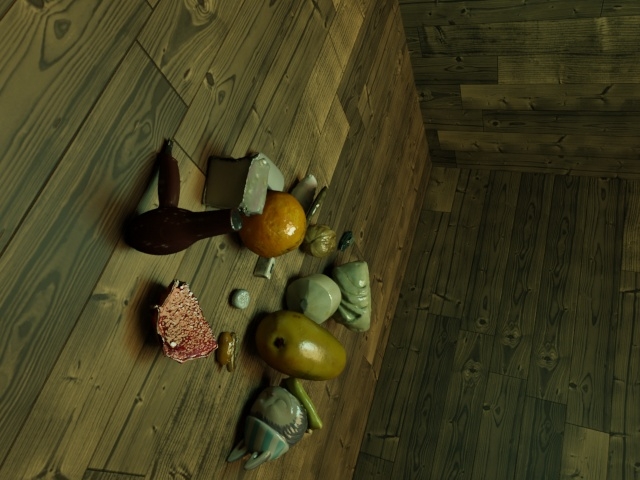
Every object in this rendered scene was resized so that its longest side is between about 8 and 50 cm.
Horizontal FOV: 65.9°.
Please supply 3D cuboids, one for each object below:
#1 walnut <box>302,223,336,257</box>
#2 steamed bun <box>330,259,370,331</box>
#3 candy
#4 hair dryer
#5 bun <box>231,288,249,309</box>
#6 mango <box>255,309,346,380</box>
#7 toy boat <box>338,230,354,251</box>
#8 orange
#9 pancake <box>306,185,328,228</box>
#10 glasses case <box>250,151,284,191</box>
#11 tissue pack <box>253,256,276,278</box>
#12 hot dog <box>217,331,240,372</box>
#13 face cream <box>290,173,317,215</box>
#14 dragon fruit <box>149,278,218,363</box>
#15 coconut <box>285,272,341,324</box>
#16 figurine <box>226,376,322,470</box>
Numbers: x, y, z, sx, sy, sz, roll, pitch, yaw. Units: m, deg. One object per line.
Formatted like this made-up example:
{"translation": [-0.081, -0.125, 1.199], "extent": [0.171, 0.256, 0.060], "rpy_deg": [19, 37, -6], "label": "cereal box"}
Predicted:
{"translation": [0.000, 0.000, 2.231], "extent": [0.184, 0.155, 0.155], "rpy_deg": [-14, 109, -66], "label": "walnut"}
{"translation": [0.134, 0.282, 2.513], "extent": [0.352, 0.247, 0.339], "rpy_deg": [70, 19, -59], "label": "steamed bun"}
{"translation": [-0.260, -0.175, 1.564], "extent": [0.137, 0.185, 0.195], "rpy_deg": [14, 84, -61], "label": "candy"}
{"translation": [-0.360, -0.136, 1.299], "extent": [0.123, 0.313, 0.340], "rpy_deg": [43, 38, -62], "label": "hair dryer"}
{"translation": [-0.290, 0.210, 1.778], "extent": [0.083, 0.045, 0.083], "rpy_deg": [-23, 116, -59], "label": "bun"}
{"translation": [-0.065, 0.429, 1.981], "extent": [0.446, 0.300, 0.232], "rpy_deg": [32, 90, -43], "label": "mango"}
{"translation": [0.137, 0.009, 2.648], "extent": [0.141, 0.060, 0.055], "rpy_deg": [-56, 146, -40], "label": "toy boat"}
{"translation": [-0.171, -0.059, 1.736], "extent": [0.246, 0.246, 0.246], "rpy_deg": [8, 90, -66], "label": "orange"}
{"translation": [-0.043, -0.102, 2.057], "extent": [0.288, 0.033, 0.286], "rpy_deg": [-60, -174, 29], "label": "pancake"}
{"translation": [-0.198, -0.244, 1.825], "extent": [0.233, 0.059, 0.092], "rpy_deg": [40, 59, -61], "label": "glasses case"}
{"translation": [-0.213, 0.102, 1.893], "extent": [0.042, 0.062, 0.083], "rpy_deg": [53, 49, -55], "label": "tissue pack"}
{"translation": [-0.324, 0.393, 1.742], "extent": [0.090, 0.060, 0.140], "rpy_deg": [22, 80, -60], "label": "hot dog"}
{"translation": [-0.104, -0.123, 2.021], "extent": [0.102, 0.102, 0.345], "rpy_deg": [69, 37, -47], "label": "face cream"}
{"translation": [-0.426, 0.241, 1.412], "extent": [0.161, 0.126, 0.274], "rpy_deg": [-44, 128, -40], "label": "dragon fruit"}
{"translation": [-0.035, 0.255, 2.147], "extent": [0.241, 0.241, 0.241], "rpy_deg": [8, 90, -66], "label": "coconut"}
{"translation": [-0.224, 0.754, 1.986], "extent": [0.378, 0.266, 0.361], "rpy_deg": [-24, 153, -26], "label": "figurine"}
